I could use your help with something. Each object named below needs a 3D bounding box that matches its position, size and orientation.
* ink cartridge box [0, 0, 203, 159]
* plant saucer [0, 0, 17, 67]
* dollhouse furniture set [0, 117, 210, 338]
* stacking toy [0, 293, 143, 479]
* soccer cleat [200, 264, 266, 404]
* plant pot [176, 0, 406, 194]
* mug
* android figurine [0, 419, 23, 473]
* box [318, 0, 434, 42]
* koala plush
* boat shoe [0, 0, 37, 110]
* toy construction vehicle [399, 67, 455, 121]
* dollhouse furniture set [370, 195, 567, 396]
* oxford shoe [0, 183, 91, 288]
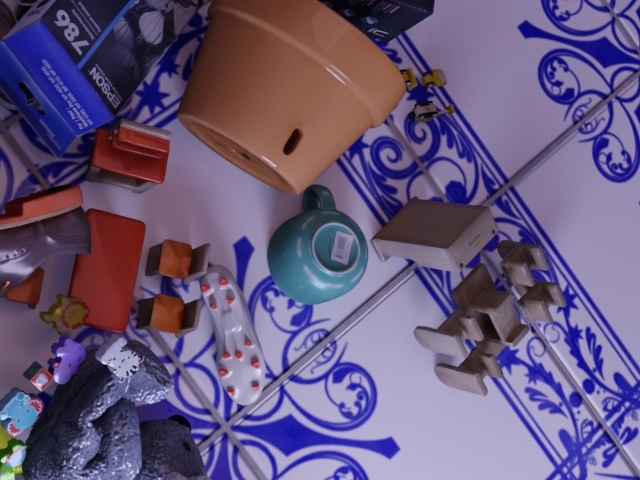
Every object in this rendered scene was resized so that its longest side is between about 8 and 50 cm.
[{"bbox_3d":[-0.287,-0.275,1.597,0.165,0.065,0.333,55,47,-31],"label":"ink cartridge box"},{"bbox_3d":[-0.457,-0.240,1.559,0.168,0.029,0.168,-3,75,10],"label":"plant saucer"},{"bbox_3d":[-0.267,-0.012,1.576,0.262,0.135,0.259,14,73,-22],"label":"dollhouse furniture set"},{"bbox_3d":[-0.324,0.170,1.419,0.221,0.167,0.052,-47,127,-15],"label":"stacking toy"},{"bbox_3d":[-0.116,0.125,1.660,0.068,0.076,0.196,-13,100,6],"label":"soccer cleat"},{"bbox_3d":[-0.057,-0.197,1.655,0.291,0.291,0.203,34,83,-15],"label":"plant pot"},{"bbox_3d":[-0.005,0.008,1.717,0.129,0.097,0.158,-31,93,-27],"label":"mug"},{"bbox_3d":[-0.486,0.250,1.459,0.272,0.056,0.248,-4,80,-25],"label":"android figurine"},{"bbox_3d":[0.028,-0.423,1.802,0.270,0.143,0.165,15,74,-22],"label":"box"},{"bbox_3d":[-0.231,0.267,1.507,0.221,0.196,0.203,41,64,-20],"label":"koala plush"},{"bbox_3d":[-0.368,-0.296,1.623,0.095,0.079,0.255,28,68,-17],"label":"boat shoe"},{"bbox_3d":[0.155,-0.224,1.884,0.098,0.035,0.086,-14,74,-30],"label":"toy construction vehicle"},{"bbox_3d":[0.207,0.067,1.808,0.212,0.161,0.242,-43,120,-26],"label":"dollhouse furniture set"},{"bbox_3d":[-0.394,0.020,1.425,0.271,0.097,0.098,-21,103,-22],"label":"oxford shoe"}]
